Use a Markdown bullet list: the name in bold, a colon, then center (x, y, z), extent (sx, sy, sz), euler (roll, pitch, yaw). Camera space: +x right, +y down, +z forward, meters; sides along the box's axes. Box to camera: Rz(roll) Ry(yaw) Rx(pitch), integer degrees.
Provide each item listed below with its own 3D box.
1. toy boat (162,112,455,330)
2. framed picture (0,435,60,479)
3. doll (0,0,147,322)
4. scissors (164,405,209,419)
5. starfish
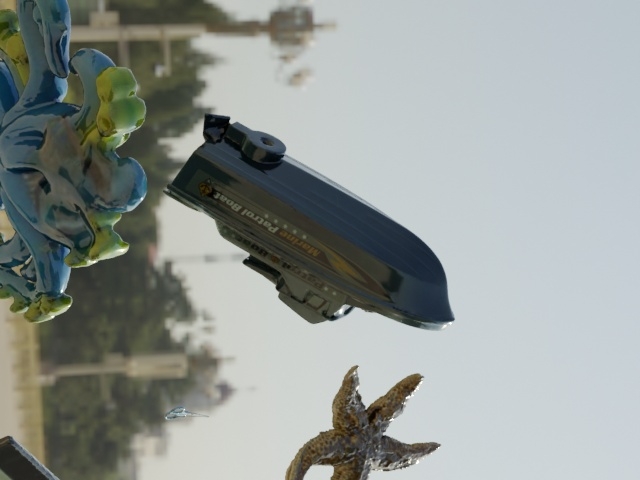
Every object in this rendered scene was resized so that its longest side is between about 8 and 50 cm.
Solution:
- **toy boat**: center (-0.003, 0.002, 1.376), extent (0.122, 0.296, 0.114), euler (-62, 170, 26)
- **framed picture**: center (-0.431, 0.342, 1.611), extent (0.265, 0.347, 0.016), euler (59, 9, -50)
- **doll**: center (-0.261, -0.094, 1.341), extent (0.341, 0.098, 0.346), euler (23, -59, 40)
- **scissors**: center (-0.198, 0.262, 2.198), extent (0.036, 0.083, 0.006), euler (-38, -122, 31)
- **starfish**: center (0.060, 0.267, 1.901), extent (0.062, 0.235, 0.277), euler (38, -46, 55)
